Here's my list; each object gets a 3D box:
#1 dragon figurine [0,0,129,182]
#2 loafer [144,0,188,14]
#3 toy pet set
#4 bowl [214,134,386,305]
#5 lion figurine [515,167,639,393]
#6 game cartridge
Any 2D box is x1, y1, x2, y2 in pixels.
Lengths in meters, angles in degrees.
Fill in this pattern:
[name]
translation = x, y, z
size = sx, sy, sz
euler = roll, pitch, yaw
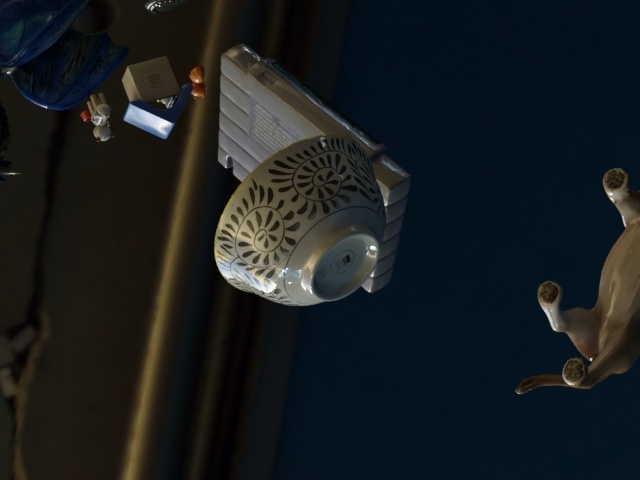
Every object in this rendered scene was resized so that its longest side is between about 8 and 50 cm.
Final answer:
[dragon figurine]
translation = -0.198, -0.151, 0.810
size = 0.289, 0.085, 0.144
euler = -41, -119, -10
[loafer]
translation = -0.212, -0.419, 1.783
size = 0.080, 0.220, 0.078
euler = -17, -75, 36
[toy pet set]
translation = -0.151, -0.122, 1.057
size = 0.065, 0.122, 0.114
euler = 68, -22, 7
[bowl]
translation = 0.000, 0.000, 0.982
size = 0.080, 0.170, 0.170
euler = 45, -67, 37
[lion figurine]
translation = 0.409, 0.054, 1.466
size = 0.142, 0.240, 0.392
euler = 40, -81, 37
[game cartridge]
translation = -0.017, -0.110, 1.639
size = 0.355, 0.068, 0.230
euler = 41, -38, 27
